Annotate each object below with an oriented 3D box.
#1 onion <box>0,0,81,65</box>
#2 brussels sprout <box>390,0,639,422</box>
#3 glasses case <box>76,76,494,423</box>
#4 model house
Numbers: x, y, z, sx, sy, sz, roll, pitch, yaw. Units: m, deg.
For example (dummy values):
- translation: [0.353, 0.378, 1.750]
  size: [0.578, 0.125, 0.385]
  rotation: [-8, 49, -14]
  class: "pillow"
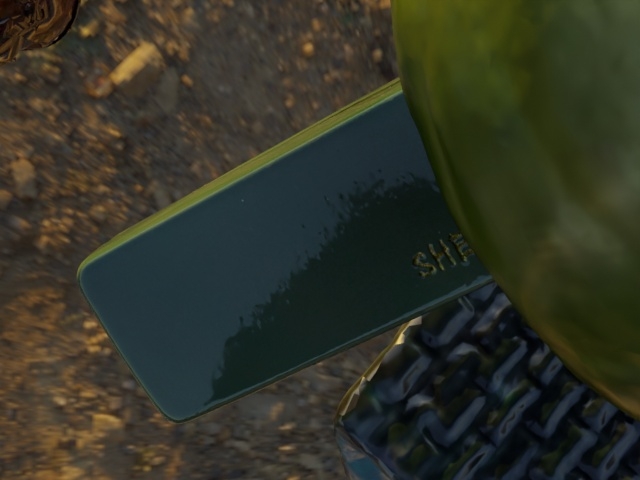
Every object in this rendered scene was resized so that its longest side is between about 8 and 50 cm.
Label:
- translation: [-0.211, -0.159, 0.828]
  size: [0.184, 0.184, 0.147]
  rotation: [2, 90, 6]
  class: "onion"
- translation: [0.177, -0.108, 0.457]
  size: [0.289, 0.281, 0.354]
  rotation: [28, 70, -18]
  class: "brussels sprout"
- translation: [0.000, 0.000, 0.600]
  size: [0.184, 0.039, 0.078]
  rotation: [-27, 99, 27]
  class: "glasses case"
- translation: [0.101, 0.071, 0.761]
  size: [0.261, 0.226, 0.241]
  rotation: [-48, 118, -19]
  class: "model house"
